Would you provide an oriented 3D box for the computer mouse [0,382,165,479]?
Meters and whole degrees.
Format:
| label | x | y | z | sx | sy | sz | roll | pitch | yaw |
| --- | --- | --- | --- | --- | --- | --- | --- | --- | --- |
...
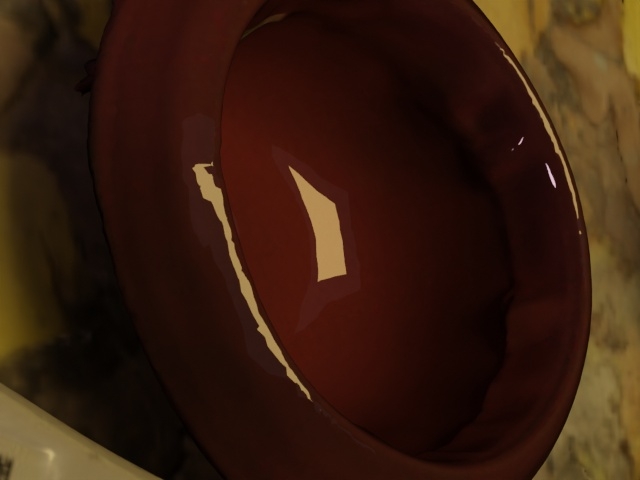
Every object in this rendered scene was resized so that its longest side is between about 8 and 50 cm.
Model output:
| label | x | y | z | sx | sy | sz | roll | pitch | yaw |
| --- | --- | --- | --- | --- | --- | --- | --- | --- | --- |
| computer mouse | -0.101 | 0.112 | 0.437 | 0.297 | 0.121 | 0.184 | 23 | 69 | -36 |

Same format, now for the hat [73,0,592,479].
| label | x | y | z | sx | sy | sz | roll | pitch | yaw |
| --- | --- | --- | --- | --- | --- | --- | --- | --- | --- |
| hat | 0.000 | 0.000 | 0.585 | 0.205 | 0.089 | 0.205 | 17 | 65 | -41 |
